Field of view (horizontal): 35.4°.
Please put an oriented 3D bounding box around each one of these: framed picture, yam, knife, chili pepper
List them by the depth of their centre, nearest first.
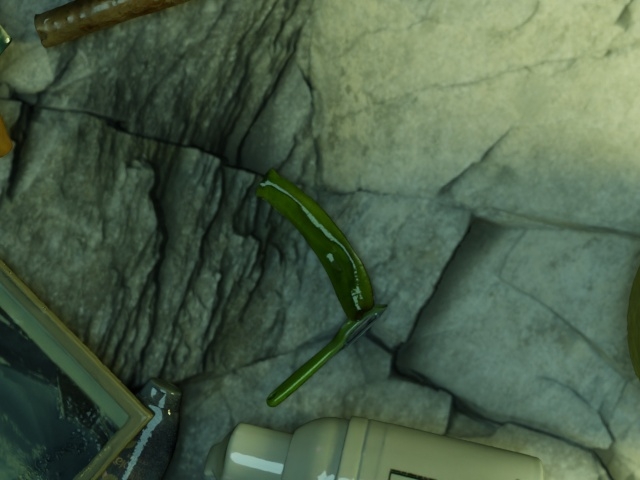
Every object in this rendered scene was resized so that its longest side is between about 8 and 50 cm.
[{"bbox_3d":[0.000,0.000,1.159,0.052,0.050,0.202,-39,88,20],"label":"chili pepper"},{"bbox_3d":[0.005,0.132,1.174,0.184,0.022,0.026,-42,112,4],"label":"knife"},{"bbox_3d":[-0.211,-0.287,1.178,0.263,0.046,0.046,-17,89,7],"label":"yam"},{"bbox_3d":[-0.391,0.179,1.188,0.335,0.022,0.247,44,96,11],"label":"framed picture"}]

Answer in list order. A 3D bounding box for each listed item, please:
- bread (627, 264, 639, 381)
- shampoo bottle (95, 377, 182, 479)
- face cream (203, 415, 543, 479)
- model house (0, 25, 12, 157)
[{"bbox_3d":[0.477,0.091,1.028,0.320,0.237,0.321,0,90,-9],"label":"bread"},{"bbox_3d":[-0.230,0.275,1.184,0.087,0.049,0.234,26,93,6],"label":"shampoo bottle"},{"bbox_3d":[0.048,0.271,1.108,0.369,0.145,0.146,11,92,4],"label":"face cream"},{"bbox_3d":[-0.477,-0.205,1.158,0.271,0.190,0.301,-46,106,-10],"label":"model house"}]
